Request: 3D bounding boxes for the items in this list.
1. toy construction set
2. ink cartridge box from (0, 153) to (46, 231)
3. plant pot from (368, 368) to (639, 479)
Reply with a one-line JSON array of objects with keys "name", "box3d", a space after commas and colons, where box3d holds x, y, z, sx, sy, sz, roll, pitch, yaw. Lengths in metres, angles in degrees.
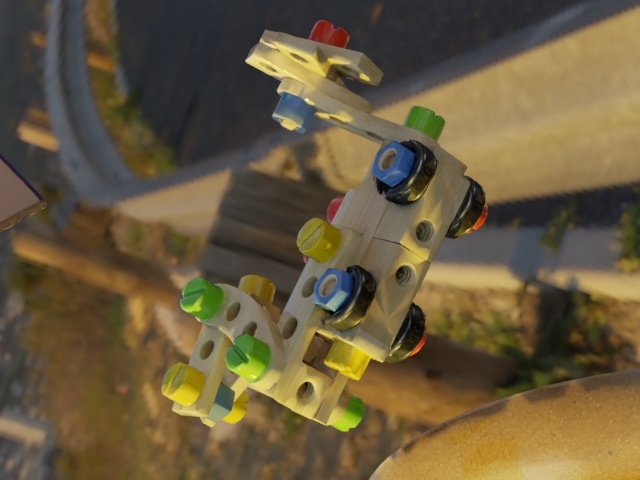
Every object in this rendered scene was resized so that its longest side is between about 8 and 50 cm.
[{"name": "toy construction set", "box3d": [0.000, 0.000, 1.262, 0.215, 0.151, 0.328, 13, 89, 56]}, {"name": "ink cartridge box", "box3d": [-0.313, -0.071, 0.793, 0.072, 0.303, 0.307, -45, -2, 19]}, {"name": "plant pot", "box3d": [0.133, 0.116, 0.650, 0.236, 0.236, 0.032, 127, 149, -51]}]
